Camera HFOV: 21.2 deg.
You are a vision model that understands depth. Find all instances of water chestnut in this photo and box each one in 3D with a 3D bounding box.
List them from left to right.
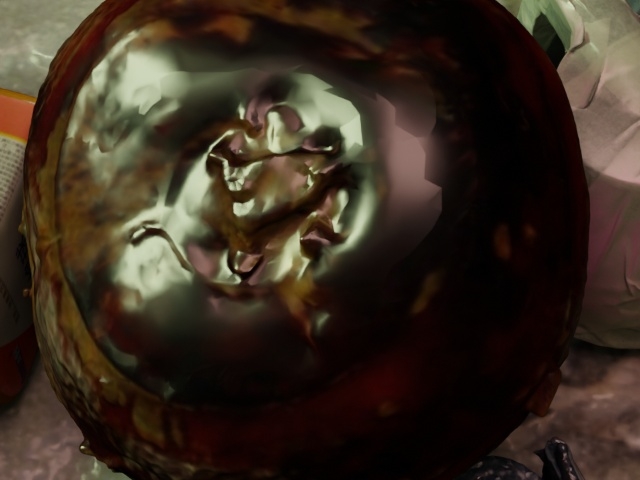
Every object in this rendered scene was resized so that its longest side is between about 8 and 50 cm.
[{"bbox_3d":[0.000,0.000,0.981,0.350,0.302,0.350,-2,85,24],"label":"water chestnut"}]

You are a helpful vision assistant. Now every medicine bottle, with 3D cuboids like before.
[{"bbox_3d":[-0.232,0.028,1.034,0.112,0.149,0.222,11,60,11],"label":"medicine bottle"}]

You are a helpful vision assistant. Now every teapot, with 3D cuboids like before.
[{"bbox_3d":[0.196,-0.064,1.057,0.163,0.178,0.221,3,58,3],"label":"teapot"}]

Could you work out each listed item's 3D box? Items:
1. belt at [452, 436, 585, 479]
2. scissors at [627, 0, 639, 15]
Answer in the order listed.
[{"bbox_3d":[0.117,0.220,0.914,0.122,0.128,0.218,-18,58,-8],"label":"belt"},{"bbox_3d":[0.222,-0.340,1.222,0.191,0.029,0.360,16,88,14],"label":"scissors"}]
